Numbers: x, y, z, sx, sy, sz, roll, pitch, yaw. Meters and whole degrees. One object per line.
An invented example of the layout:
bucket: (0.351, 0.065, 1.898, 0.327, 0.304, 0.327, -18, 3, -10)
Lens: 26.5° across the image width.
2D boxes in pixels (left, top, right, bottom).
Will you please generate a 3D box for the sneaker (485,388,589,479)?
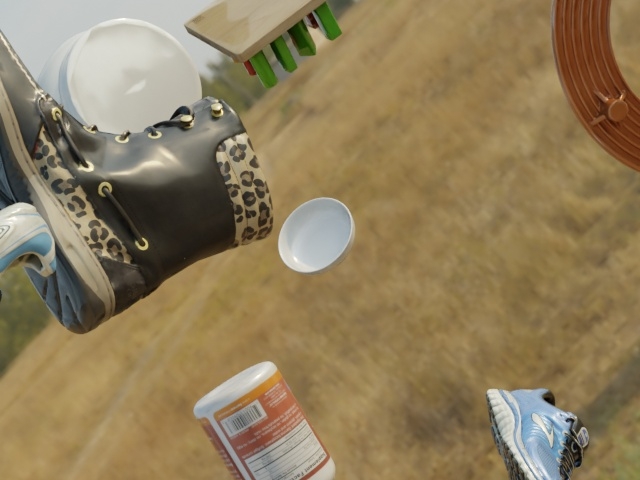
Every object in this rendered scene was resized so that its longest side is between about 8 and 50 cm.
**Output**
sneaker: (0.368, 0.338, 2.192, 0.147, 0.130, 0.330, -14, 32, 1)

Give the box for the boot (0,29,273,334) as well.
boot: (-0.241, -0.107, 1.553, 0.284, 0.377, 0.138, -22, -13, -34)

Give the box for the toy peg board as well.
toy peg board: (-0.066, -0.277, 1.763, 0.161, 0.079, 0.160, -38, 37, -13)

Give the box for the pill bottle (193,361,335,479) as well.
pill bottle: (-0.058, 0.272, 1.714, 0.121, 0.216, 0.121, -30, 4, 2)

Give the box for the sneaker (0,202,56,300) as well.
sneaker: (-0.358, 0.040, 1.284, 0.237, 0.086, 0.085, -26, -5, -29)

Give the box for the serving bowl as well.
serving bowl: (0.000, 0.000, 1.360, 0.083, 0.027, 0.083, -14, 57, 23)

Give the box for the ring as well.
ring: (0.384, -0.218, 1.315, 0.336, 0.336, 0.032, -45, 18, -1)

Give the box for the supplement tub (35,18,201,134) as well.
supplement tub: (-0.316, -0.169, 1.962, 0.228, 0.228, 0.316, -48, 9, -30)
